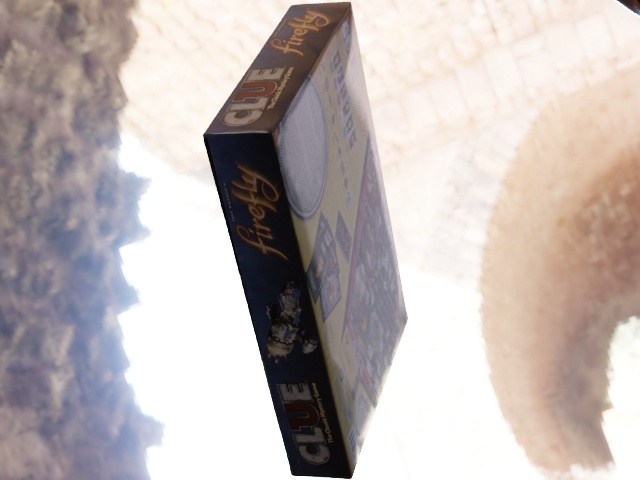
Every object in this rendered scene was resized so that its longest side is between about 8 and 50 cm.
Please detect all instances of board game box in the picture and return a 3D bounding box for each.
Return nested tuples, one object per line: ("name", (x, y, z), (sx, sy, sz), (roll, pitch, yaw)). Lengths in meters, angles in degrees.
("board game box", (0.000, 0.000, 0.854), (0.165, 0.042, 0.243), (-64, -32, -52))

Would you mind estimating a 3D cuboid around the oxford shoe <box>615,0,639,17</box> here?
("oxford shoe", (0.221, -0.209, 1.014), (0.212, 0.076, 0.076), (40, -161, 19))
